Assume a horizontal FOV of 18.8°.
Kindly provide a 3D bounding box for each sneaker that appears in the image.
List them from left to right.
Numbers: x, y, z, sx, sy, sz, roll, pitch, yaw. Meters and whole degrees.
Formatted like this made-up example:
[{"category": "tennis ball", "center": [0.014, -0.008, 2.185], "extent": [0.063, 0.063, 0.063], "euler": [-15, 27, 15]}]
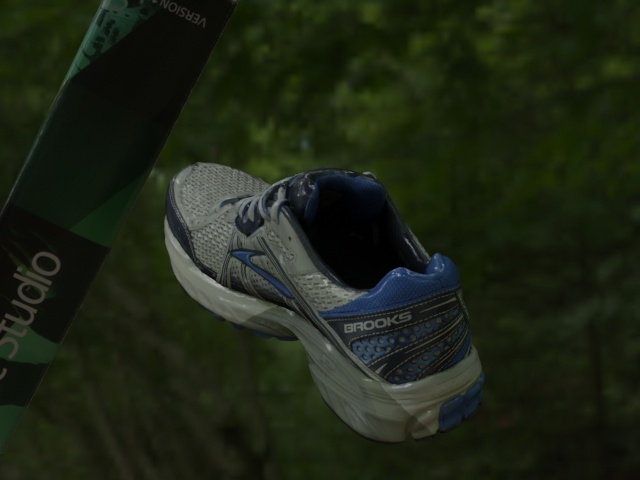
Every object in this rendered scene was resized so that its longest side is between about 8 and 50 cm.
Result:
[{"category": "sneaker", "center": [0.000, 0.000, 0.553], "extent": [0.052, 0.058, 0.135], "euler": [-23, 37, -30]}]

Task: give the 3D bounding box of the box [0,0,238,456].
[{"category": "box", "center": [-0.124, -0.027, 0.956], "extent": [0.058, 0.322, 0.232], "euler": [25, 22, -8]}]
